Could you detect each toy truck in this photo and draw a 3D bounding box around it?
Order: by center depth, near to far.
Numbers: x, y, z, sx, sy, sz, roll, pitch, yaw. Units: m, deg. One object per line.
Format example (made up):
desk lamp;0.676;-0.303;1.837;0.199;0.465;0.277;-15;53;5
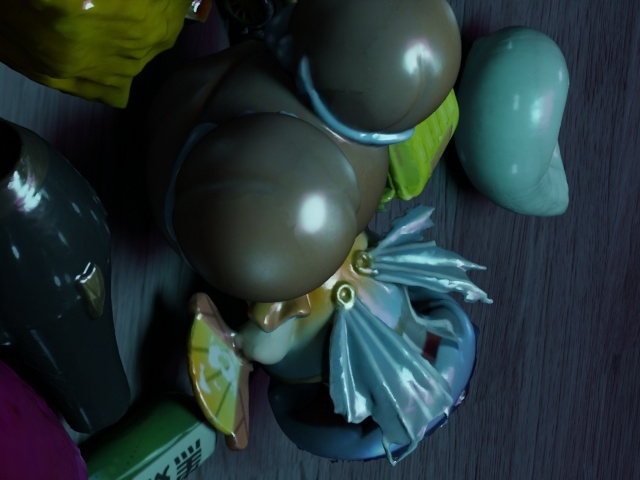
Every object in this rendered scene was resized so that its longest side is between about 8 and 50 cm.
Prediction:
toy truck;0.032;-0.152;1.424;0.124;0.157;0.272;-59;145;-35

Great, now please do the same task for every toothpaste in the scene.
toothpaste;-0.177;0.196;1.242;0.392;0.061;0.098;-37;136;-52

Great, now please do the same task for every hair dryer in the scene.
hair dryer;-0.250;0.116;1.089;0.359;0.120;0.303;-51;156;-27

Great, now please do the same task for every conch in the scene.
conch;0.201;-0.120;1.786;0.221;0.121;0.185;80;29;-45

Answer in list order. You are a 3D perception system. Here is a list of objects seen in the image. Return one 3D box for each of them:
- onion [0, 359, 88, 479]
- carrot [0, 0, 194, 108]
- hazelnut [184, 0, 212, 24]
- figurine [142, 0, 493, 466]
onion;-0.297;0.105;0.747;0.398;0.398;0.420;51;23;-55
carrot;-0.182;-0.238;0.920;0.241;0.242;0.340;-10;102;-61
hazelnut;-0.112;-0.179;1.241;0.086;0.086;0.086;-27;122;-57
figurine;-0.001;0.001;1.316;0.276;0.248;0.388;-59;140;-30
